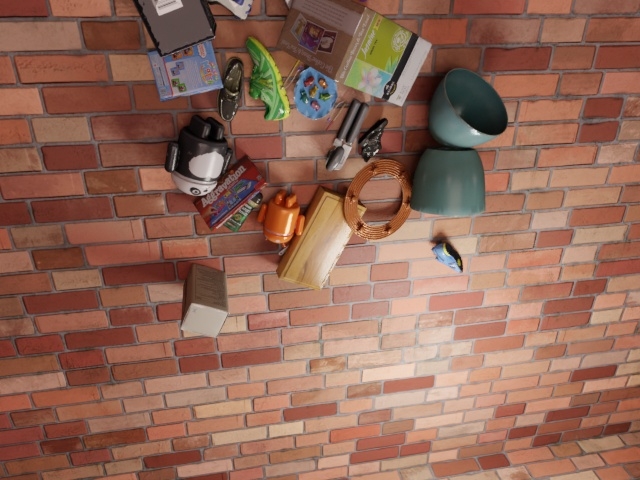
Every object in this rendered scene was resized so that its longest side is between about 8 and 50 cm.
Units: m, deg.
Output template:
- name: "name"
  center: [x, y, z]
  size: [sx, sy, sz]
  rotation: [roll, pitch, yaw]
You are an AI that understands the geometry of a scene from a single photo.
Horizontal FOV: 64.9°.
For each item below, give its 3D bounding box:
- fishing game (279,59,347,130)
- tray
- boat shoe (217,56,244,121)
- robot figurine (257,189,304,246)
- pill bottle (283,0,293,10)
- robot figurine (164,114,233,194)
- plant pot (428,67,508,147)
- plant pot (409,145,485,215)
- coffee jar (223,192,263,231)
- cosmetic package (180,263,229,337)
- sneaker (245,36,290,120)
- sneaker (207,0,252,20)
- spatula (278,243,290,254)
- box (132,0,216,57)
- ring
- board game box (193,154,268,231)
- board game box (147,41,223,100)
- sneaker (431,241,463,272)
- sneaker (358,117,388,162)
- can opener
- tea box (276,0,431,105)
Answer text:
- name: "fishing game"
  center: [-0.009, -0.521, 1.779]
  size: [0.264, 0.041, 0.189]
  rotation: [39, 84, -38]
- name: "tray"
  center: [0.000, 0.000, 2.059]
  size: [0.203, 0.076, 0.411]
  rotation: [19, 110, -27]
- name: "boat shoe"
  center: [-0.311, -0.516, 1.742]
  size: [0.080, 0.073, 0.223]
  rotation: [10, 115, -16]
- name: "robot figurine"
  center: [-0.153, -0.083, 1.973]
  size: [0.158, 0.128, 0.219]
  rotation: [3, 118, -28]
- name: "pill bottle"
  center: [-0.035, -0.818, 1.624]
  size: [0.184, 0.103, 0.103]
  rotation: [-30, 119, 4]
- name: "robot figurine"
  center: [-0.426, -0.294, 1.778]
  size: [0.209, 0.173, 0.278]
  rotation: [17, 113, -11]
- name: "plant pot"
  center: [0.512, -0.456, 1.860]
  size: [0.290, 0.290, 0.195]
  rotation: [19, 149, -20]
- name: "plant pot"
  center: [0.497, -0.241, 1.949]
  size: [0.293, 0.293, 0.235]
  rotation: [-3, 106, -10]
- name: "coffee jar"
  center: [-0.307, -0.128, 1.946]
  size: [0.096, 0.079, 0.184]
  rotation: [34, 106, -25]
- name: "cosmetic package"
  center: [-0.455, 0.231, 1.979]
  size: [0.153, 0.296, 0.129]
  rotation: [20, 111, -20]
- name: "sneaker"
  center: [-0.197, -0.546, 1.731]
  size: [0.124, 0.109, 0.295]
  rotation: [-23, 120, -4]
- name: "sneaker"
  center: [-0.229, -0.806, 1.592]
  size: [0.316, 0.127, 0.182]
  rotation: [-15, 133, -10]
- name: "spatula"
  center: [-0.049, 0.021, 2.115]
  size: [0.242, 0.019, 0.168]
  rotation: [-37, 124, 8]
- name: "box"
  center: [-0.444, -0.726, 1.478]
  size: [0.183, 0.294, 0.296]
  rotation: [-20, 119, 2]
- name: "ring"
  center: [0.246, -0.157, 2.020]
  size: [0.337, 0.032, 0.336]
  rotation: [-10, 113, -24]
- name: "board game box"
  center: [-0.340, -0.176, 1.890]
  size: [0.281, 0.145, 0.027]
  rotation: [-40, 160, 10]
- name: "board game box"
  center: [-0.448, -0.567, 1.678]
  size: [0.212, 0.039, 0.160]
  rotation: [-14, 97, -3]
- name: "sneaker"
  center: [0.570, 0.080, 2.256]
  size: [0.082, 0.069, 0.209]
  rotation: [-17, 136, 36]
- name: "sneaker"
  center: [0.212, -0.385, 1.937]
  size: [0.170, 0.051, 0.089]
  rotation: [-41, 118, 16]
- name: "can opener"
  center: [0.102, -0.387, 1.893]
  size: [0.074, 0.093, 0.280]
  rotation: [19, 107, -19]
- name: "tea box"
  center: [0.100, -0.612, 1.576]
  size: [0.324, 0.329, 0.220]
  rotation: [2, 122, -44]
